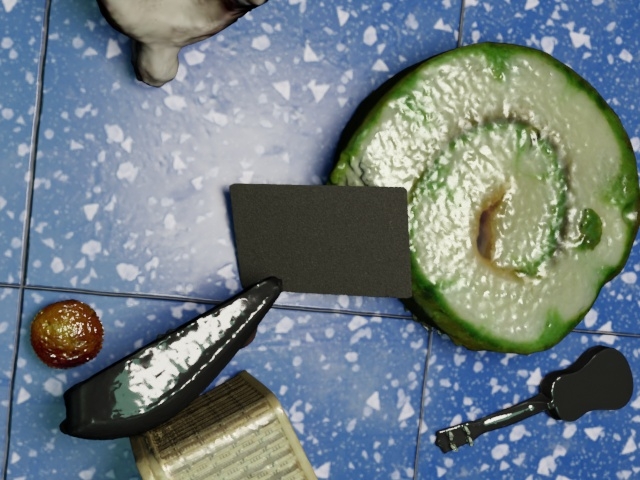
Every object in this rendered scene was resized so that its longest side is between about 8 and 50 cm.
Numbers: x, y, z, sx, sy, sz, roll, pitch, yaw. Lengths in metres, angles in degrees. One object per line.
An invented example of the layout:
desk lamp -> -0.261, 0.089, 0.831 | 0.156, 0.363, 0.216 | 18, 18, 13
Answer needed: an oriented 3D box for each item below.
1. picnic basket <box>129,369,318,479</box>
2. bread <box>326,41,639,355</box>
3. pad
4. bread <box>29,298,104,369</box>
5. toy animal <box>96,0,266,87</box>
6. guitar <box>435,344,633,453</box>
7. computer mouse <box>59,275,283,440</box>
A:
picnic basket -> -0.079, 0.330, 1.191 | 0.175, 0.228, 0.312 | -27, 97, -12
bread -> 0.192, -0.051, 1.286 | 0.382, 0.129, 0.366 | 6, 92, -12
pad -> 0.000, 0.000, 1.235 | 0.212, 0.003, 0.142 | 3, 115, 16
bread -> -0.290, 0.108, 1.223 | 0.085, 0.053, 0.085 | -1, 93, -13
toy animal -> -0.174, -0.358, 1.156 | 0.194, 0.302, 0.344 | 1, 68, -17
guitar -> 0.273, 0.213, 1.362 | 0.271, 0.038, 0.083 | -20, 95, -11
computer mouse -> -0.156, 0.140, 1.192 | 0.295, 0.168, 0.087 | -31, 91, -12
